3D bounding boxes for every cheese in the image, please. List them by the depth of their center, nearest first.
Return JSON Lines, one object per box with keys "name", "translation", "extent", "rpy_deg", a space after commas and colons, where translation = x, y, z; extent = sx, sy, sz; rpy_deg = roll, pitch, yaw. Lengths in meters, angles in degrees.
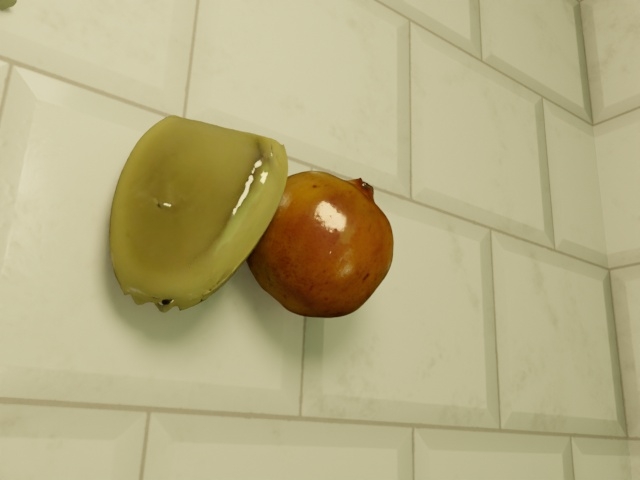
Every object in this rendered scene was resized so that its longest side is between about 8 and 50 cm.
{"name": "cheese", "translation": [-0.206, -0.042, 0.949], "extent": [0.128, 0.259, 0.316], "rpy_deg": [60, 47, -65]}

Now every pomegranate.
{"name": "pomegranate", "translation": [0.000, 0.000, 1.066], "extent": [0.264, 0.264, 0.264], "rpy_deg": [12, 70, -35]}

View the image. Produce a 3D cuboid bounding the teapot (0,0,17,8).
{"name": "teapot", "translation": [-0.499, -0.397, 0.928], "extent": [0.067, 0.057, 0.083], "rpy_deg": [-5, 73, -77]}
